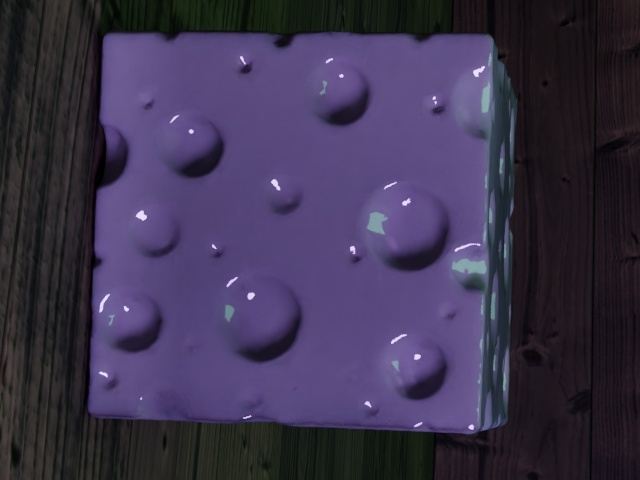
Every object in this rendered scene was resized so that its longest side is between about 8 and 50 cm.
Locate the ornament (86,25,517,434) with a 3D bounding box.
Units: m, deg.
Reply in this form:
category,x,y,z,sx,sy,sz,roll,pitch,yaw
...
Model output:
category,x,y,z,sx,sy,sz,roll,pitch,yaw
ornament,0.000,0.000,1.170,0.240,0.239,0.239,26,65,-79
